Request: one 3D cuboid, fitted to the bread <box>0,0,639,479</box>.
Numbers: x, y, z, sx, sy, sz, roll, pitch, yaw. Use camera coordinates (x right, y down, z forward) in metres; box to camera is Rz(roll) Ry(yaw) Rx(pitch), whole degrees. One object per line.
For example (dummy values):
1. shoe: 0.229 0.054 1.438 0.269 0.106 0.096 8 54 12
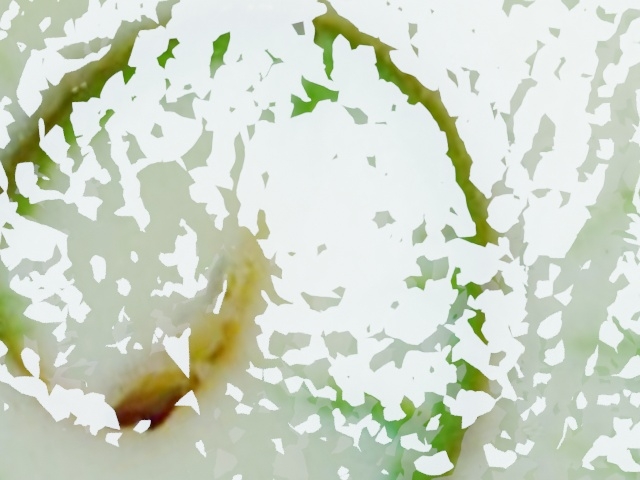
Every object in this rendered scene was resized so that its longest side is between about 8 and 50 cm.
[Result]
1. bread: 0.000 0.000 0.701 0.366 0.129 0.382 -40 79 20
